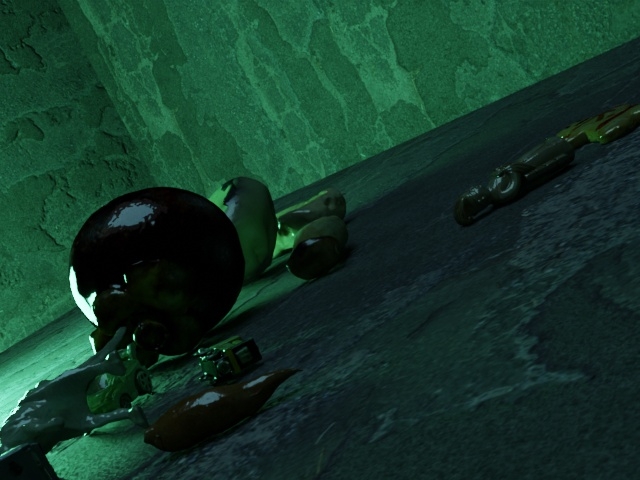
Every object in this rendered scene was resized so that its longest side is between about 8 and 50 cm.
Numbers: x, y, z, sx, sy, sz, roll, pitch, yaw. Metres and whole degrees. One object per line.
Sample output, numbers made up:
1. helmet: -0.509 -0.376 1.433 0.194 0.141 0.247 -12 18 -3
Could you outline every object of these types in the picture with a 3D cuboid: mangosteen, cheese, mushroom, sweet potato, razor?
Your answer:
1. mangosteen: -0.290 0.063 1.618 0.330 0.330 0.330 -27 8 4
2. cheese: -0.066 -0.029 2.132 0.263 0.093 0.159 -23 6 38
3. mushroom: 0.003 -0.002 1.744 0.107 0.087 0.333 -27 5 11
4. sweet potato: -0.108 0.185 1.014 0.195 0.056 0.056 -23 8 -1
5. razor: -0.258 0.281 0.840 0.068 0.106 0.232 -30 19 -13

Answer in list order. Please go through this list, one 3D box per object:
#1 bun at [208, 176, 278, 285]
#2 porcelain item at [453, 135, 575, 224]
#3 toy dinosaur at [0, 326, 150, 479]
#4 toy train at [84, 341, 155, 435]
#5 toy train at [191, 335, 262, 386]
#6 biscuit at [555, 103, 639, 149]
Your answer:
1. bun: -0.187 0.011 1.971 0.293 0.187 0.293 -48 15 17
2. porcelain item: 0.297 -0.094 1.437 0.213 0.054 0.084 -31 6 -15
3. toy dinosaur: -0.328 0.212 1.231 0.205 0.092 0.393 -22 31 14
4. toy train: -0.313 0.222 1.362 0.099 0.081 0.149 -24 8 18
5. toy train: -0.129 0.163 1.244 0.081 0.050 0.122 -23 4 -21
6. biscuit: 0.483 -0.198 1.575 0.153 0.030 0.234 -27 8 -11
